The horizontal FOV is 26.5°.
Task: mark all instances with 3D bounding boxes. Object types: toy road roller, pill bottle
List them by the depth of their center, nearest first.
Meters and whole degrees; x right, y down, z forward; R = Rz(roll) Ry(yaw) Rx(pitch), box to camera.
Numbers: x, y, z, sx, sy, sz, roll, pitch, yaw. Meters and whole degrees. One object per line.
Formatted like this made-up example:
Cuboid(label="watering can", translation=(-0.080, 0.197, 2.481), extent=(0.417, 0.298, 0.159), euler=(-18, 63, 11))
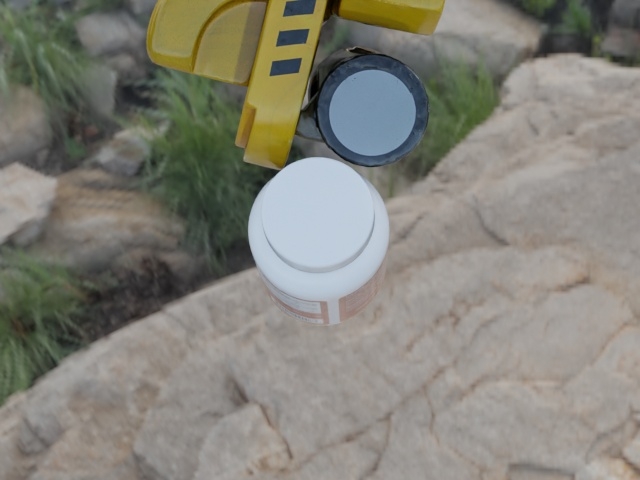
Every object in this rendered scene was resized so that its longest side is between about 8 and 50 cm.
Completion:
Cuboid(label="toy road roller", translation=(-0.011, -0.223, 1.160), extent=(0.240, 0.202, 0.330), euler=(13, 99, -5))
Cuboid(label="pill bottle", translation=(0.000, 0.000, 1.184), extent=(0.121, 0.216, 0.121), euler=(0, 77, 1))
